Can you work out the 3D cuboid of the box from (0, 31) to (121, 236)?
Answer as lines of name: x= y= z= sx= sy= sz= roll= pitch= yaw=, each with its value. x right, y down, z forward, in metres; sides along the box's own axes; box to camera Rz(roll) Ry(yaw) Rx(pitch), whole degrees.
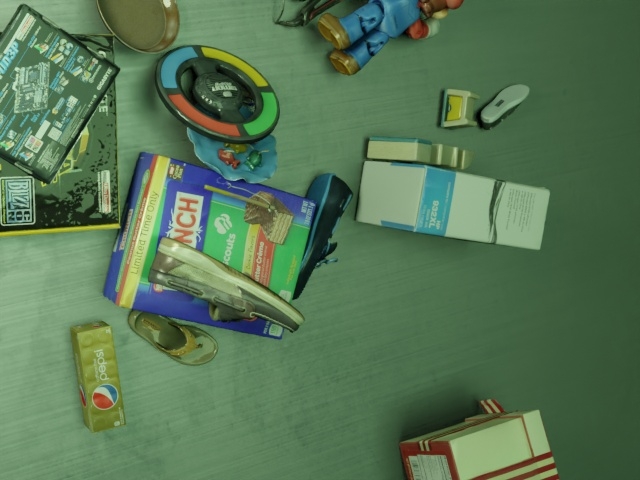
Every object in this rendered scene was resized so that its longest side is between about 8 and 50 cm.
box: x=-0.461 y=-0.173 z=1.478 sx=0.257 sy=0.079 sz=0.322 roll=-4 pitch=102 yaw=-26

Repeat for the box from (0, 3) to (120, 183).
box: x=-0.440 y=-0.223 z=1.406 sx=0.175 sy=0.051 sz=0.220 roll=32 pitch=84 yaw=-29

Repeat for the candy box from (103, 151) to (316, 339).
candy box: x=-0.194 y=0.012 z=1.628 sx=0.317 sy=0.122 sz=0.268 roll=15 pitch=88 yaw=-27

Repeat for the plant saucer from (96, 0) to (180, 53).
plant saucer: x=-0.314 y=-0.394 z=1.548 sx=0.168 sy=0.029 sz=0.168 roll=15 pitch=68 yaw=-44

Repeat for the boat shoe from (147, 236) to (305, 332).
boat shoe: x=-0.159 y=0.092 z=1.534 sx=0.285 sy=0.103 sz=0.092 roll=31 pitch=87 yaw=-24

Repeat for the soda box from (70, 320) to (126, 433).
soda box: x=-0.386 y=0.235 z=1.582 sx=0.061 sy=0.058 sz=0.181 roll=-11 pitch=100 yaw=-27

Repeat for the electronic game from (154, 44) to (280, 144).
electronic game: x=-0.177 y=-0.256 z=1.588 sx=0.229 sy=0.048 sz=0.229 roll=18 pitch=45 yaw=-19

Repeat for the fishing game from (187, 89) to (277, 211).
fishing game: x=-0.149 y=-0.183 z=1.605 sx=0.189 sy=0.041 sz=0.264 roll=21 pitch=49 yaw=-28

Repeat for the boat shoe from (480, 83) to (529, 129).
boat shoe: x=0.395 y=-0.288 z=1.966 sx=0.142 sy=0.049 sz=0.040 roll=-37 pitch=144 yaw=-22

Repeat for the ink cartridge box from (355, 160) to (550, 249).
ink cartridge box: x=0.260 y=-0.069 z=1.808 sx=0.307 sy=0.223 sz=0.129 roll=8 pitch=92 yaw=-29

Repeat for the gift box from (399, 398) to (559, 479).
gift box: x=0.334 y=0.478 z=1.896 sx=0.258 sy=0.276 sz=0.255 roll=-11 pitch=87 yaw=-23

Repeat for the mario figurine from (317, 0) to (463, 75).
mario figurine: x=0.139 y=-0.458 z=1.768 sx=0.320 sy=0.198 sz=0.170 roll=-34 pitch=82 yaw=-11

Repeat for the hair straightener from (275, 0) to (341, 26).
hair straightener: x=0.001 y=-0.482 z=1.736 sx=0.230 sy=0.047 sz=0.089 roll=-36 pitch=110 yaw=-16

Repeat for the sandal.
sandal: x=-0.263 y=0.176 z=1.648 sx=0.180 sy=0.049 sz=0.072 roll=33 pitch=79 yaw=-27

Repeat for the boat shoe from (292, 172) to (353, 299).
boat shoe: x=0.000 y=0.000 z=1.743 sx=0.089 sy=0.109 sz=0.258 roll=29 pitch=83 yaw=-31

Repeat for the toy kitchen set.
toy kitchen set: x=0.211 y=-0.235 z=1.848 sx=0.207 sy=0.122 sz=0.166 roll=3 pitch=93 yaw=-49
